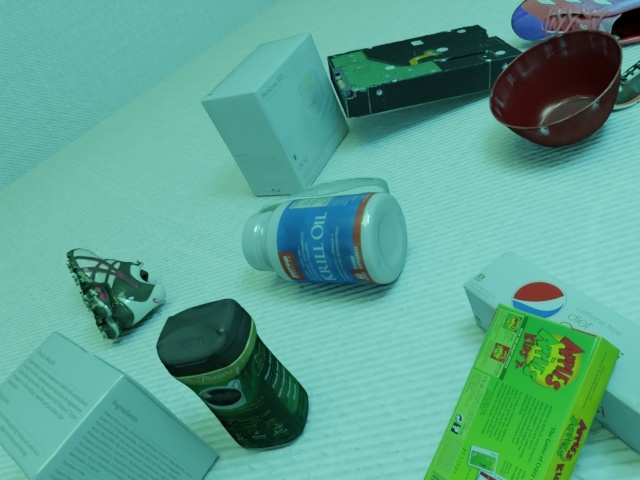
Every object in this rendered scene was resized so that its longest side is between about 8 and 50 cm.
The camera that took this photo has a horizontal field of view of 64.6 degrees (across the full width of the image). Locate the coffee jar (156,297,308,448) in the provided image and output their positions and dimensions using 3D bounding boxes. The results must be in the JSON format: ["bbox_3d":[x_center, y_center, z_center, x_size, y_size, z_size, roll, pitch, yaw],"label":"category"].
[{"bbox_3d":[-0.090,0.145,0.547,0.096,0.184,0.079,-15,37,18],"label":"coffee jar"}]

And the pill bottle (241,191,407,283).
[{"bbox_3d":[0.000,0.000,0.724,0.221,0.124,0.124,-3,42,33],"label":"pill bottle"}]

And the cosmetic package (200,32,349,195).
[{"bbox_3d":[-0.076,-0.245,0.997,0.138,0.224,0.224,0,44,35],"label":"cosmetic package"}]

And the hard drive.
[{"bbox_3d":[0.195,-0.344,1.017,0.339,0.064,0.237,-12,36,-1],"label":"hard drive"}]

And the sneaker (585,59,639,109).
[{"bbox_3d":[0.479,-0.250,0.762,0.158,0.065,0.061,-19,36,13],"label":"sneaker"}]

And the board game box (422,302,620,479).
[{"bbox_3d":[0.161,0.153,0.418,0.092,0.043,0.181,18,81,53],"label":"board game box"}]

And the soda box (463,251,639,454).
[{"bbox_3d":[0.237,0.096,0.481,0.069,0.074,0.216,-35,35,-9],"label":"soda box"}]

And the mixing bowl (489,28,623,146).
[{"bbox_3d":[0.354,-0.206,0.745,0.181,0.098,0.181,-26,43,27],"label":"mixing bowl"}]

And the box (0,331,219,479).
[{"bbox_3d":[-0.246,0.217,0.567,0.181,0.182,0.119,9,51,42],"label":"box"}]

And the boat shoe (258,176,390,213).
[{"bbox_3d":[0.007,-0.056,0.842,0.227,0.079,0.081,-9,30,18],"label":"boat shoe"}]

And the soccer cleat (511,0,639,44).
[{"bbox_3d":[0.494,-0.406,0.920,0.318,0.108,0.116,12,55,40],"label":"soccer cleat"}]

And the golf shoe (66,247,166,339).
[{"bbox_3d":[-0.378,0.080,0.925,0.120,0.105,0.273,-28,38,-27],"label":"golf shoe"}]
